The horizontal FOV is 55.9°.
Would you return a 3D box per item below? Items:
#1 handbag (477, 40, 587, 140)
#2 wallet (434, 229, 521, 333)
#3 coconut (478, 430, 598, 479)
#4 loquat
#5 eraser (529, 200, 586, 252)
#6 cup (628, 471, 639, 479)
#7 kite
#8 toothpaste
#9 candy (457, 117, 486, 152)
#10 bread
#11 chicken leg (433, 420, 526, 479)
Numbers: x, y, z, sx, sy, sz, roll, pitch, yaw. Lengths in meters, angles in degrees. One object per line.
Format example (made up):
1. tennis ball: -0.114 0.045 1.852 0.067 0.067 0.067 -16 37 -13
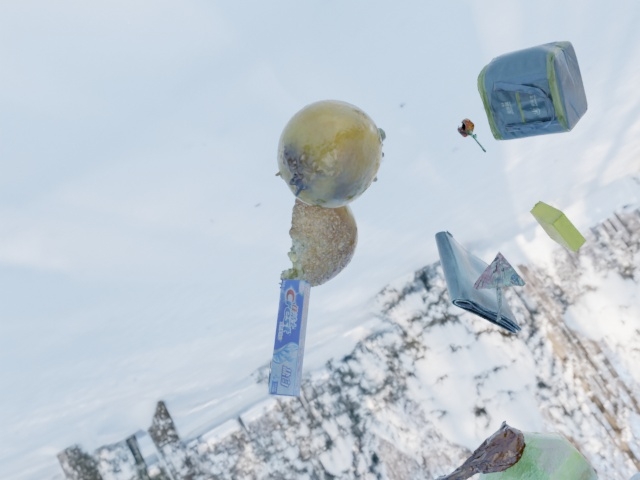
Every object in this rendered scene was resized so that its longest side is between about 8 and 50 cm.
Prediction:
1. handbag: 0.621 -0.433 1.770 0.241 0.263 0.222 -4 -147 44
2. wallet: 0.451 0.121 1.740 0.291 0.251 0.054 26 128 -32
3. coconut: 0.613 0.677 1.708 0.328 0.281 0.328 -40 -171 8
4. loquat: 0.024 -0.137 0.950 0.205 0.149 0.172 -21 131 -28
5. eraser: 0.591 -0.035 1.506 0.045 0.122 0.097 -47 -150 5
6. cup: 0.863 0.651 1.557 0.136 0.099 0.133 -57 160 9
7. kite: 0.385 0.099 1.305 0.011 0.156 0.139 13 163 -33
8. toothpaste: -0.071 0.228 1.424 0.066 0.272 0.053 1 162 16
9. candy: 0.447 -0.300 1.756 0.049 0.184 0.055 -6 126 -7
10. bread: 0.004 0.004 1.631 0.171 0.192 0.313 -77 179 -72
11. chicken leg: 0.419 0.604 1.625 0.304 0.093 0.113 -37 -173 10
